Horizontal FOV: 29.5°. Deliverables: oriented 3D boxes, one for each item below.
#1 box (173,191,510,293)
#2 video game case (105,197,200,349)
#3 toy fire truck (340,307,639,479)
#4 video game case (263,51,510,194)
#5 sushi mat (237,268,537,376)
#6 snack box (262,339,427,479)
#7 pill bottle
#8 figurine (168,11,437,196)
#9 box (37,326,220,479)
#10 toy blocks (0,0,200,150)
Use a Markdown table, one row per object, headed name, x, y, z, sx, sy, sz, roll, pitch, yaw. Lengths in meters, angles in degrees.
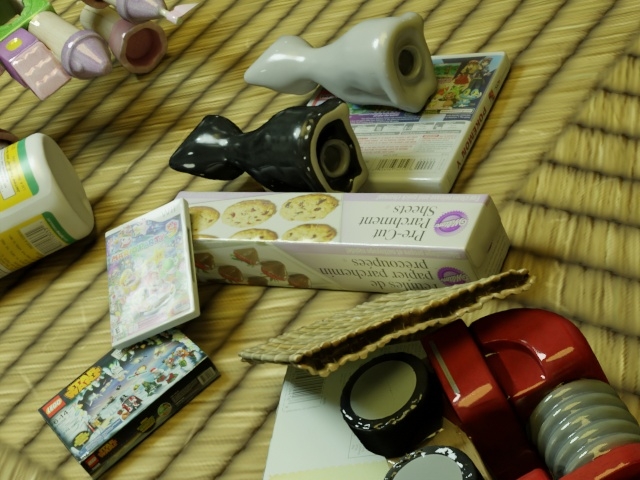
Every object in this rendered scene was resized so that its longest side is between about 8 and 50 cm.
| name | x | y | z | sx | sy | sz | roll | pitch | yaw |
| --- | --- | --- | --- | --- | --- | --- | --- | --- | --- |
| box | 0.000 | 0.000 | 1.052 | 0.324 | 0.063 | 0.067 | 3 | 50 | 34 |
| video game case | -0.150 | 0.028 | 1.071 | 0.087 | 0.011 | 0.122 | -24 | 53 | 19 |
| toy fire truck | 0.151 | 0.102 | 0.653 | 0.246 | 0.158 | 0.217 | -29 | 36 | 5 |
| video game case | 0.063 | -0.113 | 1.177 | 0.201 | 0.023 | 0.183 | 2 | 47 | 34 |
| sushi mat | 0.030 | 0.058 | 0.836 | 0.151 | 0.019 | 0.316 | -21 | -1 | -11 |
| snack box | 0.046 | 0.203 | 0.795 | 0.187 | 0.060 | 0.322 | -11 | 41 | 22 |
| pill bottle | -0.349 | -0.015 | 1.238 | 0.208 | 0.117 | 0.117 | -26 | 38 | 3 |
| figurine | -0.022 | -0.132 | 1.168 | 0.209 | 0.092 | 0.215 | 7 | 49 | 43 |
| box | -0.164 | 0.129 | 1.034 | 0.137 | 0.027 | 0.094 | -40 | 38 | -15 |
| toy blocks | -0.316 | -0.228 | 1.310 | 0.288 | 0.309 | 0.260 | -41 | 48 | -15 |
